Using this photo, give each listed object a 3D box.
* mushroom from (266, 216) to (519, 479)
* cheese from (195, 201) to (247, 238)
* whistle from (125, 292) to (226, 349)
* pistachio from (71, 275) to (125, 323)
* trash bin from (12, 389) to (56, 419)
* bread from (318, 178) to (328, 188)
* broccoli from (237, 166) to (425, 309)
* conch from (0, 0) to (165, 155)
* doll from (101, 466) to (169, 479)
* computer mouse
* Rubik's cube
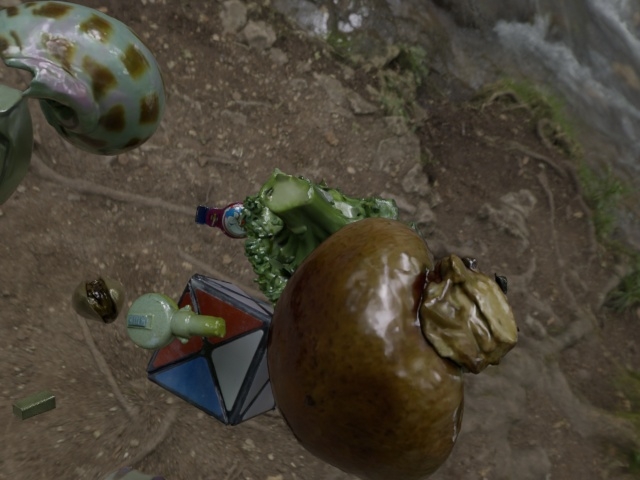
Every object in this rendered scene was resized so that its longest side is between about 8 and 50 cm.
[{"bbox_3d":[0.058,0.108,0.526,0.195,0.283,0.263,22,42,-45],"label":"mushroom"},{"bbox_3d":[-0.330,-0.076,1.845,0.244,0.155,0.062,9,26,-14],"label":"cheese"},{"bbox_3d":[-0.266,0.150,0.912,0.198,0.057,0.104,3,83,21],"label":"whistle"},{"bbox_3d":[-0.563,0.155,1.292,0.129,0.206,0.131,-24,99,-24],"label":"pistachio"},{"bbox_3d":[-0.813,0.468,1.436,0.092,0.060,0.043,-14,111,-55],"label":"trash bin"},{"bbox_3d":[0.022,-0.125,1.563,0.084,0.139,0.074,-8,59,-35],"label":"bread"},{"bbox_3d":[-0.001,0.019,0.895,0.375,0.302,0.249,25,103,29],"label":"broccoli"},{"bbox_3d":[-0.365,-0.258,0.806,0.197,0.368,0.249,-46,114,-12],"label":"conch"},{"bbox_3d":[-0.445,0.725,1.235,0.214,0.370,0.226,-1,30,12],"label":"doll"},{"bbox_3d":[-0.660,-0.098,0.918,0.429,0.228,0.145,-40,119,7],"label":"computer mouse"},{"bbox_3d":[-0.247,0.298,1.427,0.305,0.310,0.307,22,86,19],"label":"Rubik's cube"}]
